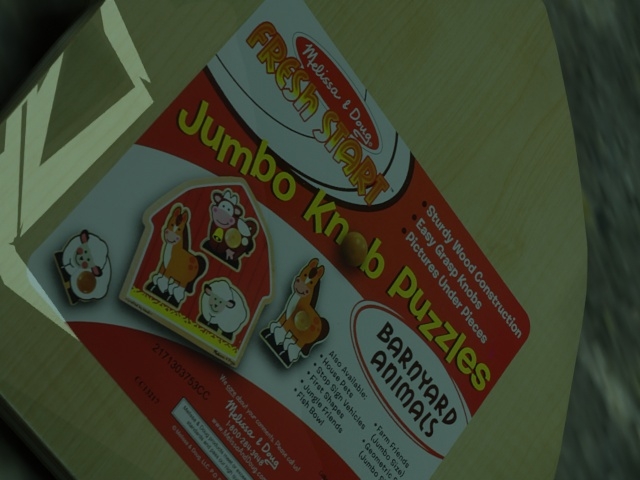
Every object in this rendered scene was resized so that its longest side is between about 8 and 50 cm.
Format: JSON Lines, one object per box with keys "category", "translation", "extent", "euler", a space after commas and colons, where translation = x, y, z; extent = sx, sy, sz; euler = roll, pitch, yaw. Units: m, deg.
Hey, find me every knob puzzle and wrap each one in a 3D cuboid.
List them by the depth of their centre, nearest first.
{"category": "knob puzzle", "translation": [0.000, 0.000, 0.453], "extent": [0.213, 0.030, 0.213], "euler": [3, 85, -38]}
